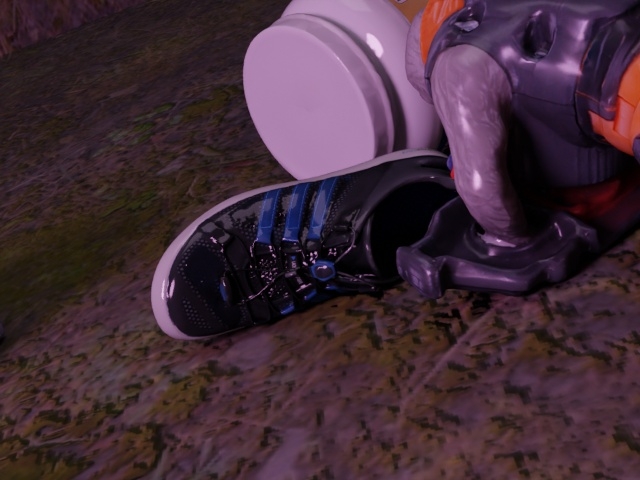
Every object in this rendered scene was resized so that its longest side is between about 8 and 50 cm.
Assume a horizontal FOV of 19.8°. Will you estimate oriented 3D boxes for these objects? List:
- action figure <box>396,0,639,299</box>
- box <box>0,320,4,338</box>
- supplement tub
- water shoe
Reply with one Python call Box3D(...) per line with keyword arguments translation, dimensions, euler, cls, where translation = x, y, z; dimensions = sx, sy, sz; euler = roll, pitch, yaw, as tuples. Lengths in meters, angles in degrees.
Box3D(translation=(0.193, -0.107, 0.974), dimensions=(0.330, 0.178, 0.341), euler=(6, 32, 39), cls="action figure")
Box3D(translation=(-0.296, 0.032, 1.204), dimensions=(0.126, 0.137, 0.072), euler=(-18, 16, 11), cls="box")
Box3D(translation=(0.059, -0.128, 1.265), dimensions=(0.200, 0.144, 0.144), euler=(-33, 19, -35), cls="supplement tub")
Box3D(translation=(0.000, 0.000, 1.044), dimensions=(0.203, 0.073, 0.080), euler=(-26, 18, -14), cls="water shoe")
